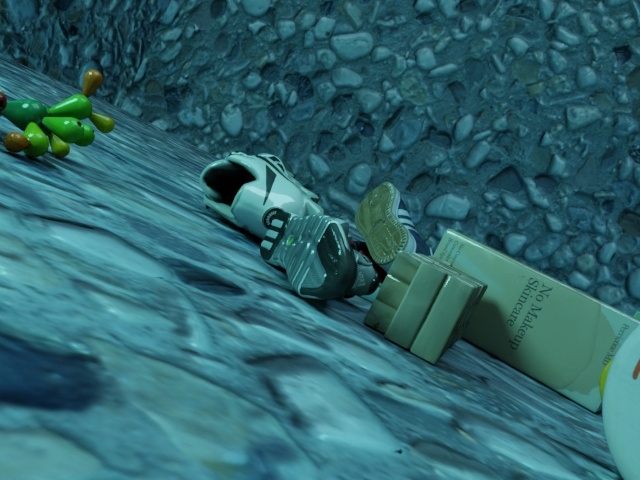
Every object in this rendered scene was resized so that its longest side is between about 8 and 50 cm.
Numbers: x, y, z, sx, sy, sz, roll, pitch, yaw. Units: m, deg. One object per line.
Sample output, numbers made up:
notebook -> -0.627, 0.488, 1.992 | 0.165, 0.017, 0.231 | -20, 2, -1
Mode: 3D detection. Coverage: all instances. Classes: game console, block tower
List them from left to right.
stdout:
game console -> 0.062, 0.045, 1.276 | 0.124, 0.085, 0.144 | -4, -3, 12
block tower -> 0.142, 0.074, 0.867 | 0.091, 0.097, 0.335 | 29, 3, 15

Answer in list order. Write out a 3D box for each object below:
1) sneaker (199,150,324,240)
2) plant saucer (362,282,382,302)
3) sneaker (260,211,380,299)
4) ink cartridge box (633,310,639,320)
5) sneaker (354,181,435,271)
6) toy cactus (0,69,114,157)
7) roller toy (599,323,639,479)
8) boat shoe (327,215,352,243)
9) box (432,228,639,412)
sneaker -> -0.118, -0.088, 1.055 | 0.146, 0.122, 0.330 | 27, 3, -27
plant saucer -> 0.058, 0.061, 0.992 | 0.119, 0.021, 0.119 | 27, 4, -2
sneaker -> 0.024, 0.029, 0.780 | 0.132, 0.086, 0.229 | 27, 3, -22
ink cartridge box -> 0.646, 0.245, 1.311 | 0.056, 0.171, 0.235 | 26, 4, -12
sneaker -> 0.154, 0.006, 1.276 | 0.153, 0.099, 0.282 | 41, 18, -23
toy cactus -> -0.343, -0.155, 0.773 | 0.181, 0.112, 0.219 | 18, 11, 13
roller toy -> 0.336, 0.145, 0.547 | 0.146, 0.209, 0.191 | 22, 45, -44
boat shoe -> 0.000, 0.000, 1.073 | 0.070, 0.077, 0.219 | 28, -4, 7
box -> 0.309, 0.115, 1.048 | 0.311, 0.148, 0.121 | 28, 5, 30
